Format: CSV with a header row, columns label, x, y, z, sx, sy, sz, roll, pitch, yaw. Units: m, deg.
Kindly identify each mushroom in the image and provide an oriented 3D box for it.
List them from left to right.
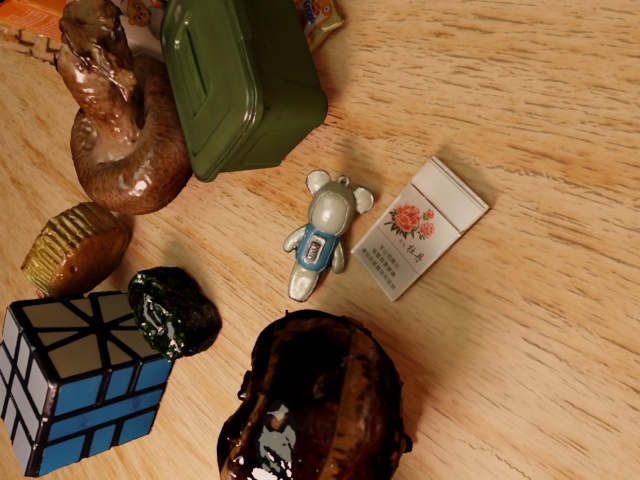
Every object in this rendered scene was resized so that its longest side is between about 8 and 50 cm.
label,x,y,z,sx,sy,sz,roll,pitch,yaw
mushroom,-0.392,-0.215,0.832,0.334,0.356,0.330,-26,88,18

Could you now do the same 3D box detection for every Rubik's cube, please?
label,x,y,z,sx,sy,sz,roll,pitch,yaw
Rubik's cube,-0.563,0.315,1.004,0.294,0.289,0.283,34,111,35

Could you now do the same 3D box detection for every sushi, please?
label,x,y,z,sx,sy,sz,roll,pitch,yaw
sushi,-0.328,0.155,0.916,0.225,0.127,0.124,46,117,26

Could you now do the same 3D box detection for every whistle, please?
label,x,y,z,sx,sy,sz,roll,pitch,yaw
whistle,0.000,0.000,0.697,0.114,0.077,0.235,23,114,2

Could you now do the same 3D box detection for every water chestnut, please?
label,x,y,z,sx,sy,sz,roll,pitch,yaw
water chestnut,0.012,0.247,0.583,0.300,0.300,0.299,1,91,38

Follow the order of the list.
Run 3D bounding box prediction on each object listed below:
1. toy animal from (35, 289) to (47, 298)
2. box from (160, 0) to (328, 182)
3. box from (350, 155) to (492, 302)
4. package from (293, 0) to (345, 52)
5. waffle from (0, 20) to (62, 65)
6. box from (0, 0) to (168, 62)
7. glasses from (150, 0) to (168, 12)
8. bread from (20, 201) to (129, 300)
label,x,y,z,sx,sy,sz,roll,pitch,yaw
toy animal,-0.759,0.273,1.229,0.281,0.169,0.195,42,157,24
box,-0.133,-0.287,0.709,0.253,0.178,0.328,-30,74,52
box,0.137,-0.013,0.615,0.109,0.029,0.198,52,120,25
package,-0.018,-0.382,0.728,0.121,0.031,0.107,-30,73,34
waffle,-0.648,-0.560,0.998,0.114,0.376,0.260,45,115,29
box,-0.487,-0.534,0.892,0.144,0.341,0.224,4,93,37
glasses,-0.264,-0.578,0.816,0.234,0.118,0.268,39,120,-4
bread,-0.613,0.029,1.077,0.142,0.227,0.253,46,114,4
